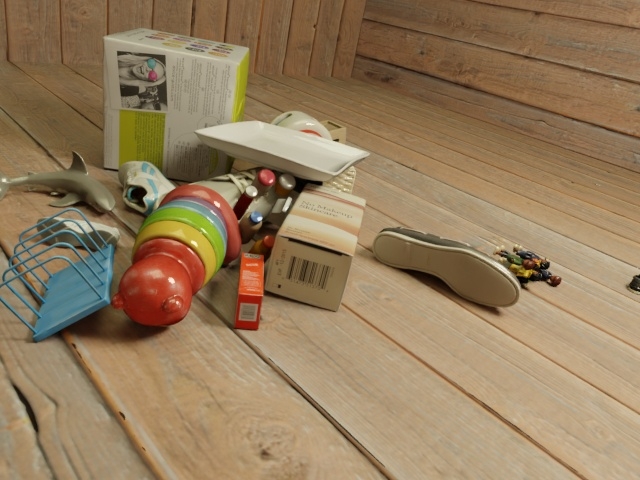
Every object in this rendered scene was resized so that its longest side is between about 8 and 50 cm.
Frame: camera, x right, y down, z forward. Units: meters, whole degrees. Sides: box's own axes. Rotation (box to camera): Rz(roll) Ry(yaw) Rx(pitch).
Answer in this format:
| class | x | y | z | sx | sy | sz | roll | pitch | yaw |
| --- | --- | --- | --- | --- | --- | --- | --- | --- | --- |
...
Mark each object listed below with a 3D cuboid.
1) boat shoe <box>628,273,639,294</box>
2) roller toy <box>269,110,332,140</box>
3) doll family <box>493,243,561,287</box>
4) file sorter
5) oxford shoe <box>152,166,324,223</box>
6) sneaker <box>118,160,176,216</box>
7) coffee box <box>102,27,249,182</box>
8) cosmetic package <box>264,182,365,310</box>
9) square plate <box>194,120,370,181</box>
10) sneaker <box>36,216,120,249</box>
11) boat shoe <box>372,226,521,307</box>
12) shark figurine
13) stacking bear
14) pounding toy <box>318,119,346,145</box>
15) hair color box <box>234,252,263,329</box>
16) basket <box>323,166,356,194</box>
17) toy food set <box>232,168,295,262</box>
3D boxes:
| class | x | y | z | sx | sy | sz | roll | pitch | yaw |
| --- | --- | --- | --- | --- | --- | --- | --- | --- | --- |
| boat shoe | 0.824 | 0.104 | 1.289 | 0.133 | 0.042 | 0.049 | -6 | 28 | -34 |
| roller toy | -0.067 | -0.287 | 1.551 | 0.209 | 0.191 | 0.146 | -1 | 27 | -23 |
| doll family | 0.491 | 0.062 | 1.202 | 0.193 | 0.076 | 0.111 | -6 | 25 | -38 |
| file sorter | -0.400 | 0.043 | 0.783 | 0.118 | 0.104 | 0.170 | -29 | 34 | -2 |
| oxford shoe | -0.167 | -0.106 | 1.174 | 0.449 | 0.130 | 0.169 | -13 | 60 | -41 |
| sneaker | -0.419 | -0.127 | 1.193 | 0.228 | 0.087 | 0.092 | 32 | 25 | 36 |
| coffee box | -0.392 | -0.384 | 1.449 | 0.334 | 0.338 | 0.337 | 9 | 26 | -7 |
| cosmetic package | 0.000 | 0.000 | 1.054 | 0.153 | 0.129 | 0.296 | 15 | 25 | 1 |
| square plate | -0.078 | -0.223 | 1.263 | 0.344 | 0.049 | 0.347 | 18 | 21 | 13 |
| sneaker | -0.468 | -0.015 | 0.998 | 0.152 | 0.054 | 0.061 | 13 | 16 | -10 |
| boat shoe | 0.277 | 0.039 | 1.115 | 0.335 | 0.112 | 0.095 | 21 | 32 | 28 |
| shark figurine | -0.583 | -0.145 | 1.145 | 0.278 | 0.116 | 0.166 | 10 | 24 | -8 |
| stacking bear | -0.246 | 0.035 | 0.869 | 0.175 | 0.164 | 0.289 | 8 | 31 | -1 |
| pounding toy | 0.037 | -0.382 | 1.928 | 0.141 | 0.100 | 0.130 | -20 | 38 | -31 |
| hair color box | -0.124 | 0.086 | 0.899 | 0.043 | 0.072 | 0.141 | 6 | 26 | -10 |
| basket | 0.008 | -0.177 | 1.449 | 0.167 | 0.113 | 0.103 | 1 | 29 | -19 |
| toy food set | -0.110 | -0.069 | 1.046 | 0.111 | 0.104 | 0.232 | 30 | 57 | -11 |
